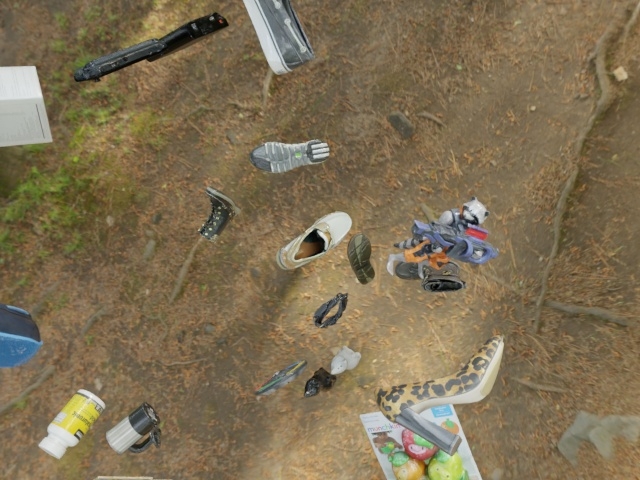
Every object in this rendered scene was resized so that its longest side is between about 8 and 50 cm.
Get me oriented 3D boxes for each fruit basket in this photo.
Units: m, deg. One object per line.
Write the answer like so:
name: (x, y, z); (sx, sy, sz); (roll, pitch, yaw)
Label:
fruit basket: (0.329, 0.708, 1.480); (0.327, 0.165, 0.353); (-19, 102, 27)

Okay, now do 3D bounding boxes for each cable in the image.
cable: (0.053, 0.282, 1.813); (0.184, 0.150, 0.047); (-46, 53, -4)

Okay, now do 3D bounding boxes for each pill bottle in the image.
pill bottle: (-0.484, 0.357, 0.886); (0.065, 0.065, 0.116); (11, 46, 22)

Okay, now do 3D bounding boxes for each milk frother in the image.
milk frother: (-0.551, 0.588, 1.365); (0.134, 0.143, 0.129); (-39, 98, -10)

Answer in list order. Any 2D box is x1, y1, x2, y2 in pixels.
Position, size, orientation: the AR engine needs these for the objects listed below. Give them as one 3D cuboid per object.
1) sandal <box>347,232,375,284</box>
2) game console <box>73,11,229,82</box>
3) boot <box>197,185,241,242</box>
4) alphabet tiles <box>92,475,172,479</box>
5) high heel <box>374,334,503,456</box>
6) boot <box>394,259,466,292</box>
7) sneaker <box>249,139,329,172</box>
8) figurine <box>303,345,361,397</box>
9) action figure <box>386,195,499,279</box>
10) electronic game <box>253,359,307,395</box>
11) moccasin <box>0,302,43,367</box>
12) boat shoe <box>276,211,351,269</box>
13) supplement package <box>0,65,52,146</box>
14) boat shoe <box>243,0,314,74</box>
sandal: (0.138, 0.061, 1.587); (0.090, 0.219, 0.060); (-28, 39, -8)
game console: (-0.389, -0.428, 1.033); (0.213, 0.361, 0.044); (2, 125, 44)
boot: (-0.407, -0.093, 1.745); (0.085, 0.236, 0.179); (33, 83, 20)
alphabet tiles: (-0.598, 0.760, 1.422); (0.198, 0.237, 0.009); (-41, 42, 38)
high heel: (0.234, 0.260, 0.899); (0.186, 0.093, 0.261); (21, 60, 37)
boot: (0.379, 0.124, 1.605); (0.263, 0.229, 0.091); (-3, 102, 19)
sneaker: (-0.097, -0.240, 1.326); (0.228, 0.132, 0.086); (-7, 96, -14)
figurine: (0.040, 0.486, 1.676); (0.215, 0.209, 0.092); (-44, 76, 8)
action figure: (0.337, -0.015, 1.340); (0.330, 0.341, 0.179); (-40, 44, 32)
electronic game: (-0.149, 0.514, 1.712); (0.229, 0.229, 0.048); (-32, 85, 13)
moccasin: (-0.668, 0.137, 0.784); (0.137, 0.342, 0.117); (-41, 50, 3)
boat shoe: (0.000, 0.000, 1.483); (0.302, 0.103, 0.113); (-38, 103, -27)
supplement package: (-0.788, -0.312, 1.070); (0.134, 0.244, 0.139); (59, 146, 30)
boat shoe: (-0.096, -0.481, 0.872); (0.102, 0.108, 0.301); (-15, 111, 19)
